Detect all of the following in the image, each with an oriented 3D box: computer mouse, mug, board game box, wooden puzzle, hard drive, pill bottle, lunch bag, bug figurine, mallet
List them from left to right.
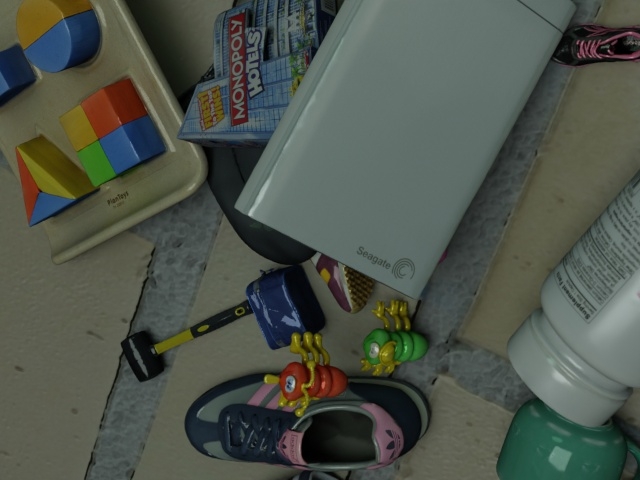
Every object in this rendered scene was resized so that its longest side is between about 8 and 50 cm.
[{"bbox_3d":[-0.317,-0.165,1.475,0.322,0.080,0.348,-24,91,43],"label":"wooden puzzle"},{"bbox_3d":[-0.162,0.127,1.552,0.190,0.039,0.062,-18,93,20],"label":"mallet"},{"bbox_3d":[-0.089,-0.091,1.409,0.188,0.072,0.272,-41,67,23],"label":"computer mouse"},{"bbox_3d":[-0.070,-0.175,1.334,0.194,0.060,0.194,-13,75,35],"label":"board game box"},{"bbox_3d":[-0.047,0.078,1.474,0.065,0.067,0.098,-23,92,24],"label":"lunch bag"},{"bbox_3d":[0.045,0.063,1.361,0.072,0.216,0.279,24,109,50],"label":"bug figurine"},{"bbox_3d":[0.092,-0.138,1.248,0.353,0.233,0.047,-61,32,3],"label":"hard drive"},{"bbox_3d":[0.278,0.227,1.355,0.129,0.158,0.097,31,112,42],"label":"mug"},{"bbox_3d":[0.330,0.048,1.266,0.160,0.160,0.283,41,114,9],"label":"pill bottle"}]

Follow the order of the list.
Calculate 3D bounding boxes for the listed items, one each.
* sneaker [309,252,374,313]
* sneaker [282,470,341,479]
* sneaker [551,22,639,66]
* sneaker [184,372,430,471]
[{"bbox_3d":[0.000,0.000,1.444,0.084,0.069,0.185,-17,89,32],"label":"sneaker"},{"bbox_3d":[0.021,0.410,1.504,0.153,0.099,0.282,-37,84,26],"label":"sneaker"},{"bbox_3d":[0.292,-0.202,1.282,0.119,0.057,0.047,-2,103,24],"label":"sneaker"},{"bbox_3d":[-0.039,0.222,1.467,0.319,0.131,0.112,-9,99,23],"label":"sneaker"}]
